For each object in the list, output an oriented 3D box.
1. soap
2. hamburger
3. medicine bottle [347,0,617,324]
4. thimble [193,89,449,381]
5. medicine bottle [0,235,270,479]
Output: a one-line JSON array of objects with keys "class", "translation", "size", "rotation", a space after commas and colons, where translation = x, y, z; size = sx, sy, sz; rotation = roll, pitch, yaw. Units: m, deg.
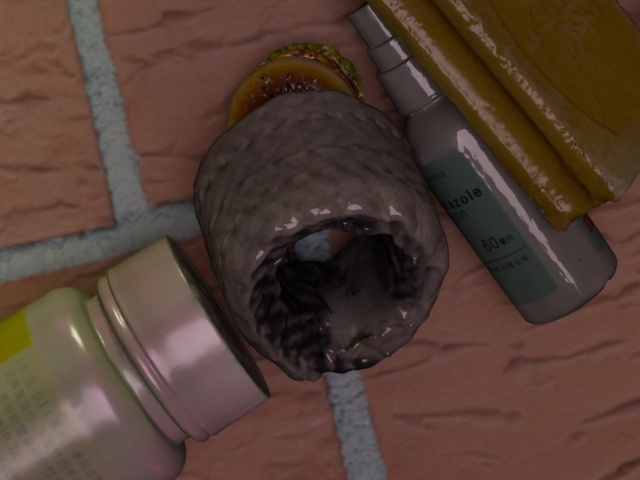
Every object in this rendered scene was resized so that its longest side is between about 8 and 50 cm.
[{"class": "soap", "translation": [0.192, -0.187, 1.587], "size": [0.315, 0.091, 0.199], "rotation": [50, 51, -10]}, {"class": "hamburger", "translation": [-0.021, -0.119, 1.633], "size": [0.141, 0.081, 0.126], "rotation": [-37, 102, 3]}, {"class": "medicine bottle", "translation": [0.145, -0.085, 1.641], "size": [0.110, 0.110, 0.352], "rotation": [-37, 101, 2]}, {"class": "thimble", "translation": [0.000, 0.000, 1.571], "size": [0.217, 0.157, 0.245], "rotation": [-9, 136, -7]}, {"class": "medicine bottle", "translation": [-0.252, 0.173, 1.600], "size": [0.379, 0.213, 0.213], "rotation": [-32, 102, 1]}]
